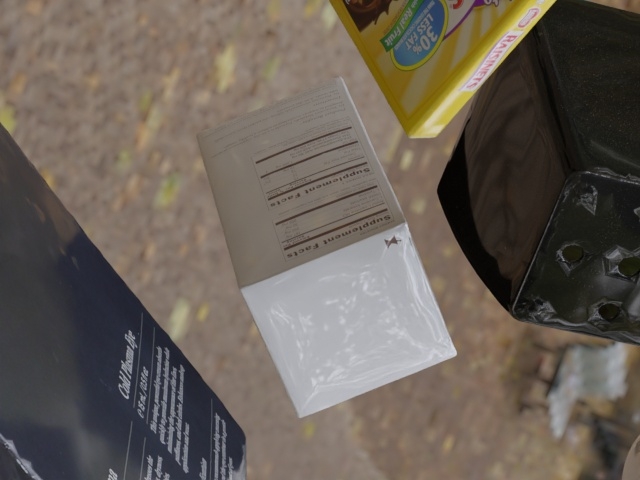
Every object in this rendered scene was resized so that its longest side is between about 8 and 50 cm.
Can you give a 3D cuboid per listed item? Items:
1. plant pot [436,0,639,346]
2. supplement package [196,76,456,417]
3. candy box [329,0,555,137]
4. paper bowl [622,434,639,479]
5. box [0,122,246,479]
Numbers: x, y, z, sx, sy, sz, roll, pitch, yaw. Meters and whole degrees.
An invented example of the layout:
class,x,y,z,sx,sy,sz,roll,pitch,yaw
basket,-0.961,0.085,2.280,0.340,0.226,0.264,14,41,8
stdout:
class,x,y,z,sx,sy,sz,roll,pitch,yaw
plant pot,0.199,-0.034,1.316,0.167,0.187,0.188,-92,-162,-53
supplement package,0.000,0.000,1.538,0.244,0.134,0.139,-110,177,-58
candy box,0.086,-0.157,1.032,0.027,0.105,0.206,-7,148,-42
paper bowl,0.265,0.171,1.043,0.148,0.284,0.284,-22,153,-11
box,-0.200,0.120,1.130,0.179,0.312,0.343,-32,-161,10
